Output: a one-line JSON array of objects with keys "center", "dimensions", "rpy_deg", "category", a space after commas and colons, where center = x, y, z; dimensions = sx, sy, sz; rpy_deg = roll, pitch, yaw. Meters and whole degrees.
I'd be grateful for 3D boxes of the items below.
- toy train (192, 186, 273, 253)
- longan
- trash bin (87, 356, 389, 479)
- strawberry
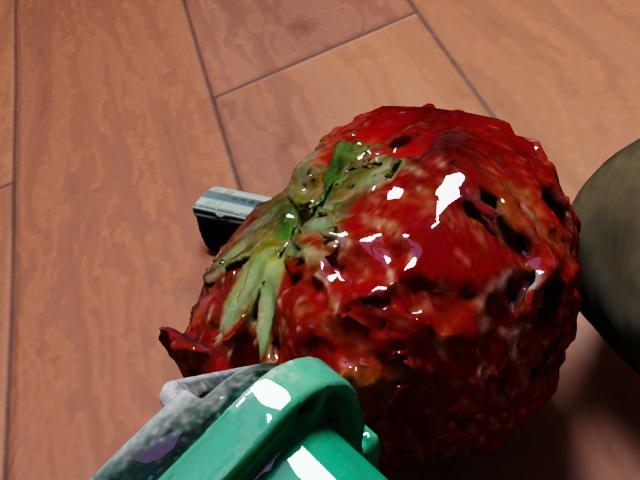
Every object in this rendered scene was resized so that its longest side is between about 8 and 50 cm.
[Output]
[{"center": [0.000, 0.000, 0.796], "dimensions": [0.251, 0.055, 0.048], "rpy_deg": [14, 44, 35], "category": "toy train"}, {"center": [0.251, 0.010, 0.565], "dimensions": [0.198, 0.198, 0.212], "rpy_deg": [-41, 8, -19], "category": "longan"}, {"center": [0.037, 0.267, 0.355], "dimensions": [0.381, 0.295, 0.259], "rpy_deg": [34, 65, 33], "category": "trash bin"}, {"center": [0.050, 0.043, 0.585], "dimensions": [0.274, 0.220, 0.274], "rpy_deg": [-36, 23, 18], "category": "strawberry"}]
